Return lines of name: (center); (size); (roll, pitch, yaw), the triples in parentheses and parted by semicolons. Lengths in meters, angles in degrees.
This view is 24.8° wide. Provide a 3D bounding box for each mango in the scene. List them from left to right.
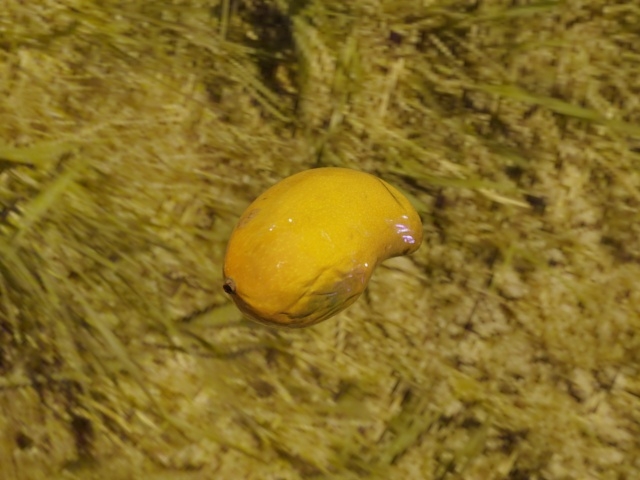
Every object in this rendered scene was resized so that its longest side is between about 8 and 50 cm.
mango: (0.000, 0.000, 0.997); (0.190, 0.075, 0.098); (-29, 88, -44)
